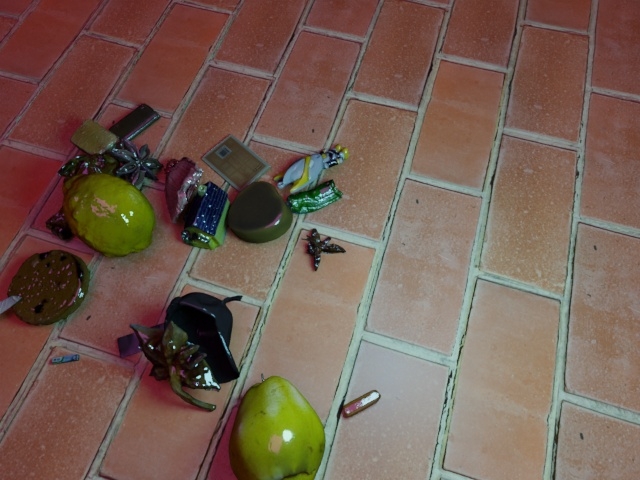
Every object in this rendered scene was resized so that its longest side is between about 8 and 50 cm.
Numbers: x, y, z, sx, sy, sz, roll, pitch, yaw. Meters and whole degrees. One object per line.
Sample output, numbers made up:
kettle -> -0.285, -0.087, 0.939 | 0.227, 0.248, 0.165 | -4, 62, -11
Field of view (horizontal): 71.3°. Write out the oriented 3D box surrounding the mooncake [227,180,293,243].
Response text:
mooncake -> -0.228, -0.092, 1.654 | 0.234, 0.117, 0.235 | -7, 65, 14

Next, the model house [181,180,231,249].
model house -> -0.432, -0.094, 1.614 | 0.170, 0.211, 0.194 | 14, 68, 5

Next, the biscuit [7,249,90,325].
biscuit -> -0.951, 0.165, 1.575 | 0.295, 0.075, 0.296 | -4, 66, 9

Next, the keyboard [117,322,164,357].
keyboard -> -0.592, 0.337, 1.528 | 0.196, 0.015, 0.074 | -18, 70, -6

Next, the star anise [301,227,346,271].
star anise -> -0.004, 0.008, 1.598 | 0.140, 0.144, 0.158 | -39, 69, -24

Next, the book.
book -> -0.343, -0.316, 1.815 | 0.241, 0.018, 0.170 | 41, 74, 18

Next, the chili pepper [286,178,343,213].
chili pepper -> -0.020, -0.164, 1.713 | 0.224, 0.061, 0.098 | -20, 97, -15

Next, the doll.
doll -> -0.033, -0.284, 1.752 | 0.316, 0.103, 0.145 | -30, 64, -18

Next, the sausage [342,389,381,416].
sausage -> 0.133, 0.516, 1.418 | 0.131, 0.039, 0.041 | -24, 60, -11

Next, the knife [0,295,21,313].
knife -> -1.154, 0.260, 1.539 | 0.297, 0.017, 0.047 | -28, 69, 2

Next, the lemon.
lemon -> -0.739, -0.094, 1.569 | 0.285, 0.285, 0.316 | -19, 110, -7

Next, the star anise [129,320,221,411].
star anise -> -0.444, 0.382, 1.372 | 0.292, 0.350, 0.109 | 16, 37, 27

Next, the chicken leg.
chicken leg -> -0.897, -0.190, 1.665 | 0.140, 0.211, 0.361 | 15, 60, 42

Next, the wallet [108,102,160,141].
wallet -> -0.791, -0.497, 1.899 | 0.110, 0.031, 0.198 | 39, 71, 17

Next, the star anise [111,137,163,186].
star anise -> -0.723, -0.309, 1.738 | 0.212, 0.073, 0.197 | -37, 103, -53

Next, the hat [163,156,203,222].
hat -> -0.530, -0.221, 1.699 | 0.237, 0.107, 0.286 | -55, 43, 15

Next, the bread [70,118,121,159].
bread -> -0.904, -0.394, 1.816 | 0.196, 0.102, 0.138 | 32, 68, 17

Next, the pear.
pear -> -0.141, 0.563, 1.283 | 0.285, 0.285, 0.336 | -42, 57, -16

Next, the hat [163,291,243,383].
hat -> -0.355, 0.294, 1.477 | 0.238, 0.209, 0.336 | -26, 103, 28

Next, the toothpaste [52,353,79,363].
toothpaste -> -0.857, 0.400, 1.502 | 0.083, 0.017, 0.020 | -8, 66, -3
